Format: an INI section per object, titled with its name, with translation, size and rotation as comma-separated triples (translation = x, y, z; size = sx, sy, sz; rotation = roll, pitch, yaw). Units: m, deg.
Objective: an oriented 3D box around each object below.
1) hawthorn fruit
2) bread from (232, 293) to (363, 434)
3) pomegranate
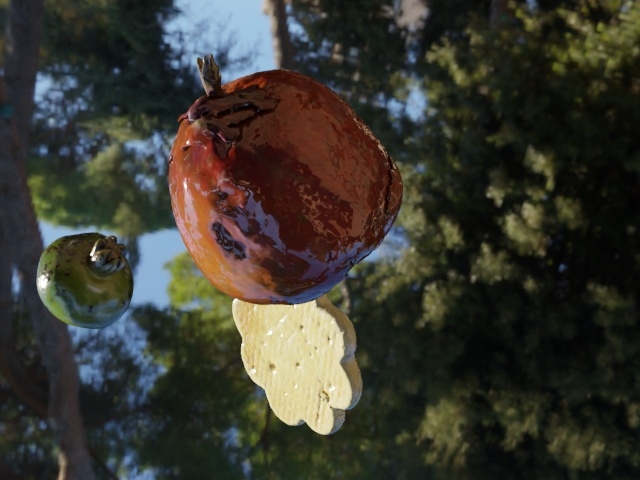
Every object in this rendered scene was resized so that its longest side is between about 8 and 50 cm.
[hawthorn fruit]
translation = -0.063, -0.086, 1.245
size = 0.276, 0.307, 0.276
rotation = -28, -152, 16
[bread]
translation = -0.037, 0.182, 1.836
size = 0.054, 0.316, 0.316
rotation = -21, -139, -40
[pomegranate]
translation = -0.448, 0.066, 2.098
size = 0.202, 0.248, 0.202
rotation = 20, -129, -26
